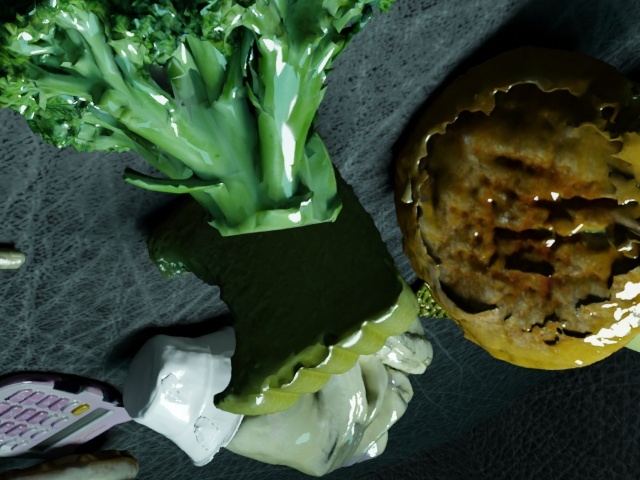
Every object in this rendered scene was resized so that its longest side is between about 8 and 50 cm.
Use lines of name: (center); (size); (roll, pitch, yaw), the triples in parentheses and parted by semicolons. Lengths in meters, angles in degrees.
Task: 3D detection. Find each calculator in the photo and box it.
calculator: (-0.410, 0.255, 1.026); (0.194, 0.043, 0.294); (-30, 151, 9)

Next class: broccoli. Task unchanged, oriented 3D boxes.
broccoli: (-0.064, -0.118, 0.454); (0.269, 0.241, 0.261); (-9, -172, 33)

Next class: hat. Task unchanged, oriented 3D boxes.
hat: (-0.199, 0.205, 1.007); (0.126, 0.203, 0.203); (24, 128, -31)

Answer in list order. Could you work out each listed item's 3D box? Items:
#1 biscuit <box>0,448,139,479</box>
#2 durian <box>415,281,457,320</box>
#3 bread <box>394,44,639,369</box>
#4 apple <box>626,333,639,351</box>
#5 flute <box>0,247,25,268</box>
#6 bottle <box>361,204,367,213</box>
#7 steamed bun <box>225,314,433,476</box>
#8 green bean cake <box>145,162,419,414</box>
biscuit: (-0.457, 0.425, 1.162); (0.332, 0.103, 0.332); (-13, 161, -5)
durian: (0.325, 0.064, 1.340); (0.352, 0.158, 0.169); (-13, -174, -27)
bread: (0.262, -0.043, 0.820); (0.204, 0.337, 0.358); (-32, 164, -47)
apple: (0.474, -0.021, 1.010); (0.357, 0.357, 0.357); (-22, 154, -11)
flute: (-0.372, 0.013, 0.614); (0.233, 0.027, 0.027); (5, 140, -48)
bottle: (0.000, 0.000, 0.922); (0.140, 0.053, 0.053); (-42, 151, 26)
steamed bun: (0.023, 0.223, 1.101); (0.352, 0.247, 0.339); (-11, 148, -54)
green bean cake: (-0.041, 0.040, 0.744); (0.233, 0.236, 0.124); (-32, 155, 6)
